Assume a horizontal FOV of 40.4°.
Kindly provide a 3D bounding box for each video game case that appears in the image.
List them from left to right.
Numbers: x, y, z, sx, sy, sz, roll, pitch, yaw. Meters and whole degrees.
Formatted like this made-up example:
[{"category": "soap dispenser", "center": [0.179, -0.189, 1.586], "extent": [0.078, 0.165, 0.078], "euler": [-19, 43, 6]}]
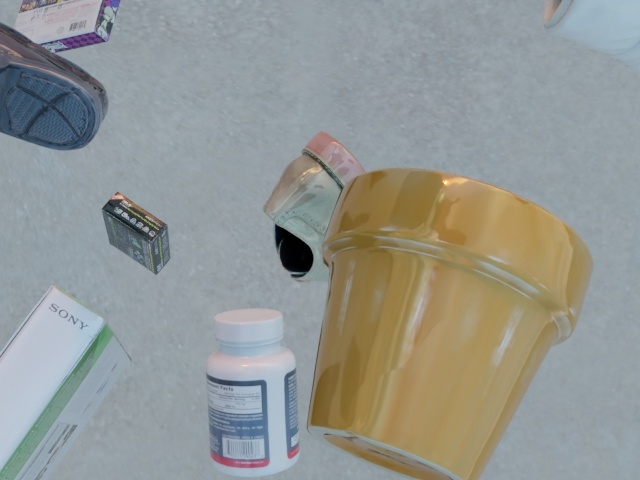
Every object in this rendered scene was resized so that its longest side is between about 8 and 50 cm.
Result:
[{"category": "video game case", "center": [-0.456, -0.441, 1.590], "extent": [0.042, 0.232, 0.210], "euler": [37, 57, -51]}]

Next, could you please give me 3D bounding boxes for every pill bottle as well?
[{"category": "pill bottle", "center": [-0.081, 0.176, 1.030], "extent": [0.108, 0.108, 0.180], "euler": [-4, 98, -20]}]

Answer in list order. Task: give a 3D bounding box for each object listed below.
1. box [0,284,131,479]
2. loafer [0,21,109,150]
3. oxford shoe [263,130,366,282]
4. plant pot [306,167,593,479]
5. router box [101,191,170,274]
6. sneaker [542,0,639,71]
[{"category": "box", "center": [-0.262, 0.172, 0.767], "extent": [0.059, 0.322, 0.232], "euler": [33, 74, -1]}, {"category": "loafer", "center": [-0.360, -0.183, 0.879], "extent": [0.303, 0.095, 0.109], "euler": [25, 115, -10]}, {"category": "oxford shoe", "center": [0.000, 0.000, 1.237], "extent": [0.146, 0.140, 0.397], "euler": [-42, 151, -11]}, {"category": "plant pot", "center": [0.081, 0.077, 0.657], "extent": [0.205, 0.205, 0.187], "euler": [31, 68, -26]}, {"category": "router box", "center": [-0.271, -0.009, 1.286], "extent": [0.092, 0.122, 0.038], "euler": [34, 65, 9]}, {"category": "sneaker", "center": [0.262, -0.214, 0.568], "extent": [0.169, 0.292, 0.108], "euler": [16, 57, -11]}]
